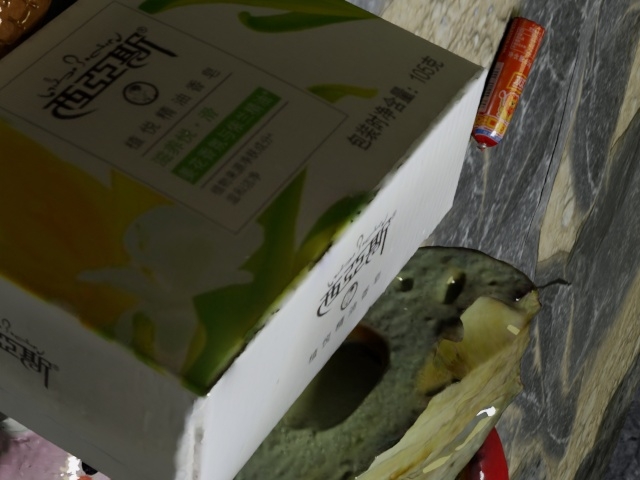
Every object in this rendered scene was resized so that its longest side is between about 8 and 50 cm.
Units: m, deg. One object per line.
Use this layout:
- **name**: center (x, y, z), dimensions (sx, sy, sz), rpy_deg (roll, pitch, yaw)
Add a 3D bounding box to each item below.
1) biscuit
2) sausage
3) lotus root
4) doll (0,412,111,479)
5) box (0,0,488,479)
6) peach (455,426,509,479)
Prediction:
- **biscuit**: center (-0.152, -0.116, 0.660), dimensions (0.091, 0.015, 0.078), rpy_deg (-69, 157, -2)
- **sausage**: center (0.172, -0.143, 1.317), dimensions (0.129, 0.034, 0.034), rpy_deg (-68, 157, -3)
- **lotus root**: center (0.012, 0.129, 1.029), dimensions (0.314, 0.142, 0.210), rpy_deg (-33, 148, -34)
- **doll**: center (-0.154, 0.135, 0.766), dimensions (0.149, 0.095, 0.192), rpy_deg (-1, 108, -72)
- **box**: center (-0.066, -0.021, 0.685), dimensions (0.260, 0.194, 0.111), rpy_deg (-51, 161, -38)
- **peach**: center (0.056, 0.214, 1.173), dimensions (0.226, 0.196, 0.189), rpy_deg (-17, 86, -57)
